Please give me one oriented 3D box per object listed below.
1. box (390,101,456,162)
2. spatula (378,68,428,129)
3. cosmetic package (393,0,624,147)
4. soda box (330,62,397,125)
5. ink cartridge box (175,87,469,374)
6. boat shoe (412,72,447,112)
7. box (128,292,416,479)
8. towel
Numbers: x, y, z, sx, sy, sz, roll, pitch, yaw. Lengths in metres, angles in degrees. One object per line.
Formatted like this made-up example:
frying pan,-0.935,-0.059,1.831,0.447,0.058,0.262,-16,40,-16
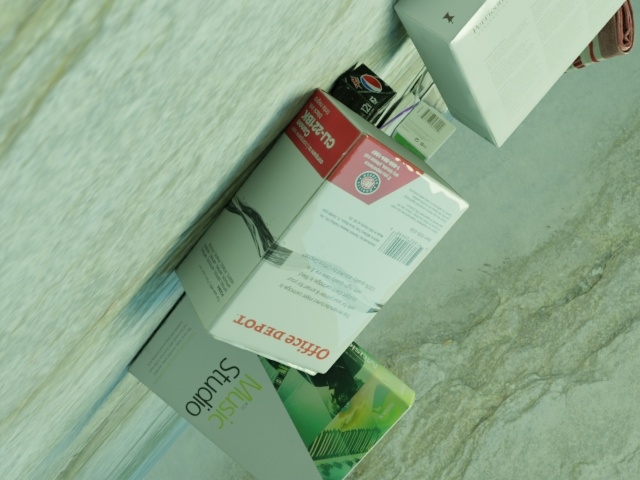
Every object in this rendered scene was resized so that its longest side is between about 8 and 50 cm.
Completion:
box,0.224,-0.233,1.953,0.102,0.101,0.087,-47,175,-15
spatula,0.190,-0.291,1.573,0.296,0.030,0.084,-52,173,33
cosmetic package,0.278,-0.330,1.067,0.377,0.097,0.284,-49,154,0
soda box,0.021,-0.130,1.067,0.053,0.060,0.169,-43,173,-45
ink cartridge box,0.000,0.000,0.997,0.197,0.114,0.273,28,106,-42
boat shoe,0.285,-0.344,1.687,0.267,0.088,0.096,-47,175,-29
box,-0.068,0.189,1.181,0.232,0.322,0.058,-52,179,18
towel,0.412,-0.399,1.439,0.037,0.236,0.329,-8,-176,-7
